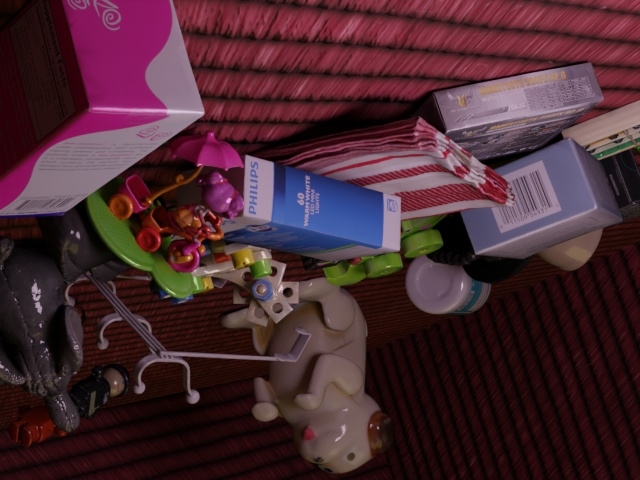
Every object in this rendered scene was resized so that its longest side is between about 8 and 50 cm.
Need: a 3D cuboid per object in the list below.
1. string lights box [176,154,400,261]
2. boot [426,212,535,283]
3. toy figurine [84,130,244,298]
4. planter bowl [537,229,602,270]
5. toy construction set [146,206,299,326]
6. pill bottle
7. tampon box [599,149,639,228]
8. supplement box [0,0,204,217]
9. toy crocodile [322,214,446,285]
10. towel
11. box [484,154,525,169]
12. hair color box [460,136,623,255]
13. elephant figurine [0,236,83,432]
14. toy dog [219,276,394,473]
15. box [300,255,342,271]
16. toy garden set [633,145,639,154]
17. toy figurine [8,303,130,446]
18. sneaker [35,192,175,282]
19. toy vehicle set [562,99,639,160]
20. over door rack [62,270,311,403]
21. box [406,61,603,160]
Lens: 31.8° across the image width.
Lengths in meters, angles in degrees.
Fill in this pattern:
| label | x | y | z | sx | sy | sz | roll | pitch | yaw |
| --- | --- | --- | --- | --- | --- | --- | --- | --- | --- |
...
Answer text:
| label | x | y | z | sx | sy | sz | roll | pitch | yaw |
| --- | --- | --- | --- | --- | --- | --- | --- | --- | --- |
| string lights box | -0.036 | -0.033 | 1.394 | 0.260 | 0.076 | 0.133 | 13 | 164 | -42 |
| boot | 0.292 | 0.004 | 2.121 | 0.260 | 0.131 | 0.348 | -19 | 160 | -30 |
| toy figurine | -0.147 | -0.043 | 1.247 | 0.159 | 0.173 | 0.130 | -35 | -174 | 24 |
| planter bowl | 0.465 | -0.030 | 2.221 | 0.109 | 0.162 | 0.162 | 16 | 155 | -23 |
| toy construction set | -0.139 | 0.026 | 1.616 | 0.215 | 0.151 | 0.327 | -18 | 158 | 1 |
| pill bottle | 0.300 | 0.096 | 2.555 | 0.146 | 0.146 | 0.264 | -21 | 168 | 21 |
| tampon box | 0.524 | -0.099 | 2.009 | 0.102 | 0.120 | 0.161 | -21 | 168 | 17 |
| supplement box | -0.212 | -0.107 | 0.913 | 0.111 | 0.113 | 0.220 | -4 | 164 | -46 |
| toy crocodile | 0.103 | -0.013 | 1.817 | 0.105 | 0.115 | 0.340 | -10 | 167 | -27 |
| towel | 0.091 | -0.075 | 1.459 | 0.237 | 0.037 | 0.329 | -9 | 163 | 29 |
| box | 0.248 | -0.088 | 1.858 | 0.178 | 0.042 | 0.109 | -14 | 168 | -17 |
| hair color box | 0.346 | -0.056 | 1.743 | 0.185 | 0.113 | 0.374 | -22 | 170 | 18 |
| elephant figurine | -0.374 | 0.133 | 1.494 | 0.169 | 0.239 | 0.186 | -24 | 167 | 33 |
| toy dog | -0.002 | 0.320 | 2.513 | 0.285 | 0.407 | 0.395 | -21 | 168 | 23 |
| box | 0.000 | 0.000 | 1.807 | 0.062 | 0.083 | 0.052 | -10 | 167 | -31 |
| toy garden set | 0.656 | -0.195 | 1.924 | 0.244 | 0.049 | 0.204 | -21 | 168 | 20 |
| toy figurine | -0.452 | 0.221 | 1.899 | 0.213 | 0.209 | 0.148 | -32 | 179 | 32 |
| sneaker | -0.252 | -0.020 | 1.344 | 0.130 | 0.109 | 0.286 | -24 | 178 | 4 |
| toy vehicle set | 0.526 | -0.193 | 1.776 | 0.267 | 0.035 | 0.166 | -21 | 168 | 21 |
| over door rack | -0.211 | 0.137 | 1.749 | 0.324 | 0.239 | 0.108 | -5 | 126 | -44 |
| box | 0.221 | -0.154 | 1.462 | 0.231 | 0.056 | 0.183 | -13 | 168 | -19 |
